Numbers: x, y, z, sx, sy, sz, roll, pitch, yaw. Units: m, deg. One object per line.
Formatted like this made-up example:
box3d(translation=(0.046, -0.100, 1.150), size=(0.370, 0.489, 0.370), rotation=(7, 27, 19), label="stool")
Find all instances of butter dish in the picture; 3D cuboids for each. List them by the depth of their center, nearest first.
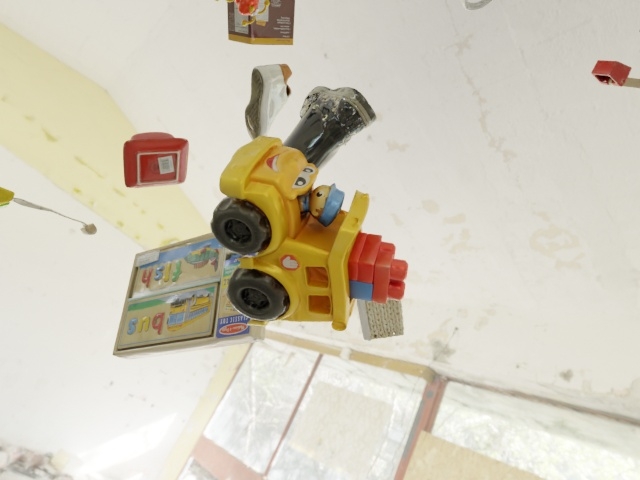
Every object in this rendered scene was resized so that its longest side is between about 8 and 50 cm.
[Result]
box3d(translation=(-0.440, -0.229, 1.097), size=(0.118, 0.159, 0.160), rotation=(60, -35, 32), label="butter dish")

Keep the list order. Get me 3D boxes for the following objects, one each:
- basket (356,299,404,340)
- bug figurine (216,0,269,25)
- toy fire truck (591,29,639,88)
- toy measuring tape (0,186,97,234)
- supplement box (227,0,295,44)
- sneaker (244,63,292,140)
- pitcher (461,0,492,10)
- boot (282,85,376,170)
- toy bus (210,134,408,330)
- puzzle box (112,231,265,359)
box3d(translation=(0.143, 0.144, 1.001), size=(0.103, 0.113, 0.167), rotation=(-6, -56, 8), label="basket")
box3d(translation=(-0.087, -0.537, 0.754), size=(0.216, 0.278, 0.072), rotation=(62, 13, 19), label="bug figurine")
box3d(translation=(0.618, -0.333, 0.770), size=(0.191, 0.135, 0.047), rotation=(15, 20, -18), label="toy fire truck")
box3d(translation=(-0.588, -0.039, 0.740), size=(0.330, 0.122, 0.121), rotation=(28, -19, -38), label="toy measuring tape")
box3d(translation=(-0.196, -0.765, 1.388), size=(0.129, 0.191, 0.194), rotation=(30, -52, 36), label="supplement box")
box3d(translation=(-0.143, -0.389, 1.215), size=(0.106, 0.123, 0.290), rotation=(58, -27, 12), label="sneaker")
box3d(translation=(0.374, -0.551, 0.817), size=(0.207, 0.126, 0.177), rotation=(-15, -15, 22), label="pitcher")
box3d(translation=(-0.027, -0.168, 0.697), size=(0.085, 0.178, 0.236), rotation=(46, -6, -25), label="boot")
box3d(translation=(0.000, 0.000, 0.496), size=(0.211, 0.149, 0.220), rotation=(7, -53, 17), label="toy bus")
box3d(translation=(-0.301, 0.121, 0.971), size=(0.408, 0.272, 0.052), rotation=(-14, -30, 24), label="puzzle box")
